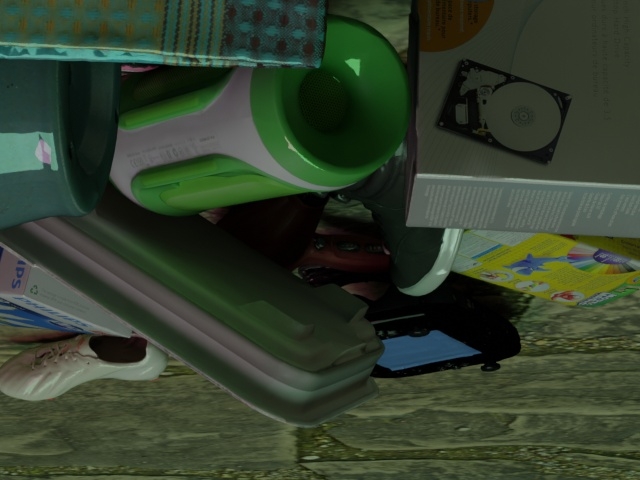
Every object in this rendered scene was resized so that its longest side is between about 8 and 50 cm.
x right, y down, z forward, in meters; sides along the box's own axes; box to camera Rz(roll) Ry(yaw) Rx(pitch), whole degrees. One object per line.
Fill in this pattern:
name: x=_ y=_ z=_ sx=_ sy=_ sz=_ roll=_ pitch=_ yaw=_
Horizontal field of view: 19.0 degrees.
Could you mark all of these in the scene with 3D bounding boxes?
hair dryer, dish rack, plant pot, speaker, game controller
hair dryer: x=0.000 y=0.000 z=1.777 sx=0.224 sy=0.080 sz=0.293 roll=-18 pitch=159 yaw=8
dish rack: x=-0.101 y=0.027 z=1.572 sx=0.333 sy=0.072 sz=0.285 roll=33 pitch=-170 yaw=13
plant pot: x=-0.267 y=-0.110 z=1.234 sx=0.255 sy=0.271 sz=0.271 roll=2 pitch=157 yaw=5
speaker: x=-0.057 y=-0.087 z=1.397 sx=0.131 sy=0.131 sz=0.296 roll=15 pitch=169 yaw=-28
game controller: x=0.088 y=0.096 z=1.886 sx=0.166 sy=0.067 sz=0.319 roll=-21 pitch=163 yaw=15

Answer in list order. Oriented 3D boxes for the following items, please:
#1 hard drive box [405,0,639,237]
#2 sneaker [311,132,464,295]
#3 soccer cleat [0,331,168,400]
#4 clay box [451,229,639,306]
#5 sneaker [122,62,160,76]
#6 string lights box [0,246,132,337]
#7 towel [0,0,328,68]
hard drive box: x=0.178 y=-0.101 z=1.342 sx=0.232 sy=0.181 sz=0.089 roll=2 pitch=156 yaw=-2
sneaker: x=0.052 y=-0.049 z=1.590 sx=0.147 sy=0.104 sz=0.295 roll=7 pitch=151 yaw=-6
soccer cleat: x=-0.265 y=0.129 z=2.094 sx=0.196 sy=0.068 sz=0.076 roll=-8 pitch=151 yaw=7
clay box: x=0.207 y=0.003 z=1.752 sx=0.222 sy=0.053 sz=0.127 roll=15 pitch=154 yaw=-31
sneaker: x=-0.204 y=-0.149 z=1.409 sx=0.178 sy=0.072 sz=0.077 roll=16 pitch=160 yaw=-22
string lights box: x=-0.296 y=0.028 z=1.753 sx=0.260 sy=0.076 sz=0.133 roll=3 pitch=163 yaw=43
towel: x=-0.175 y=-0.227 z=1.046 sx=0.370 sy=0.040 sz=0.271 roll=3 pitch=114 yaw=-1
